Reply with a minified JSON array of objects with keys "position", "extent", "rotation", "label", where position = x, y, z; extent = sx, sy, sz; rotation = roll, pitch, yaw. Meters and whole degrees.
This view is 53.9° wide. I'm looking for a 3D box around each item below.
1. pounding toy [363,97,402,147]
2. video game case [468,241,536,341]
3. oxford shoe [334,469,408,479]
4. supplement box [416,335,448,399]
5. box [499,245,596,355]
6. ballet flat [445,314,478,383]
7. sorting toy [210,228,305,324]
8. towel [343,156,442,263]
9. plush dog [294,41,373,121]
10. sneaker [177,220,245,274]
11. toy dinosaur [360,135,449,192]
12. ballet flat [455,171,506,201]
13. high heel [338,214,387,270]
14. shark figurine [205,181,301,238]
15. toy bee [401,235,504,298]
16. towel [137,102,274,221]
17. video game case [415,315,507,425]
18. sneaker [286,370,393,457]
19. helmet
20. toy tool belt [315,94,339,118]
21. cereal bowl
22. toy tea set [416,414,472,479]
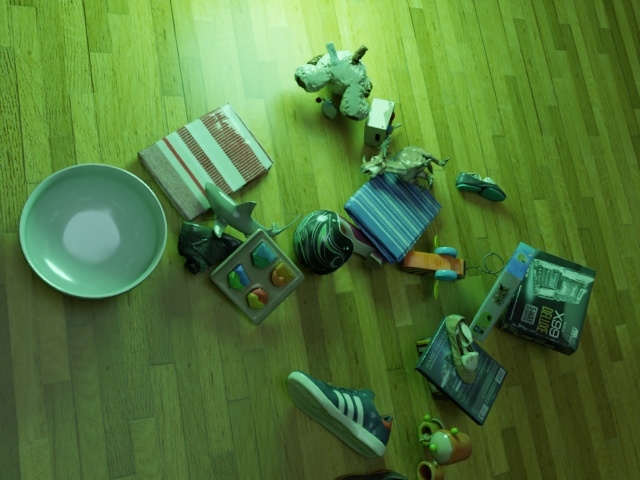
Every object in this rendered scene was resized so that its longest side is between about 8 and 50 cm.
[{"position":[0.205,-0.374,2.033],"extent":[0.100,0.141,0.130],"rotation":[15,68,9],"label":"pounding toy"},{"position":[0.560,0.154,1.939],"extent":[0.061,0.244,0.269],"rotation":[32,29,14],"label":"video game case"},{"position":[0.121,0.686,1.718],"extent":[0.271,0.098,0.097],"rotation":[-9,80,-27],"label":"oxford shoe"},{"position":[0.377,0.384,1.918],"extent":[0.081,0.104,0.188],"rotation":[-13,83,-29],"label":"supplement box"},{"position":[0.765,0.200,2.115],"extent":[0.242,0.076,0.307],"rotation":[21,66,10],"label":"box"},{"position":[0.419,0.315,1.830],"extent":[0.073,0.067,0.206],"rotation":[-15,84,-31],"label":"ballet flat"},{"position":[-0.166,0.102,1.718],"extent":[0.193,0.038,0.208],"rotation":[-44,113,-9],"label":"sorting toy"},{"position":[0.232,-0.100,1.984],"extent":[0.243,0.040,0.336],"rotation":[48,49,-3],"label":"towel"},{"position":[0.069,-0.523,1.963],"extent":[0.262,0.225,0.211],"rotation":[29,107,-11],"label":"plush dog"},{"position":[-0.288,0.036,1.714],"extent":[0.227,0.087,0.130],"rotation":[17,92,-38],"label":"sneaker"},{"position":[0.277,-0.256,2.006],"extent":[0.200,0.127,0.295],"rotation":[35,29,24],"label":"toy dinosaur"},{"position":[0.559,-0.193,2.181],"extent":[0.203,0.074,0.074],"rotation":[14,71,-19],"label":"ballet flat"},{"position":[0.113,-0.015,1.932],"extent":[0.244,0.082,0.117],"rotation":[38,32,3],"label":"high heel"},{"position":[-0.184,-0.066,1.718],"extent":[0.278,0.116,0.166],"rotation":[26,38,-25],"label":"shark figurine"},{"position":[0.399,0.100,1.998],"extent":[0.298,0.162,0.195],"rotation":[24,73,9],"label":"toy bee"},{"position":[-0.319,-0.228,1.792],"extent":[0.329,0.037,0.237],"rotation":[-38,93,-29],"label":"towel"},{"position":[0.422,0.385,1.866],"extent":[0.274,0.026,0.196],"rotation":[42,61,-11],"label":"video game case"},{"position":[0.061,0.448,1.749],"extent":[0.350,0.131,0.148],"rotation":[44,56,-15],"label":"sneaker"},{"position":[0.000,0.000,1.810],"extent":[0.161,0.169,0.169],"rotation":[51,60,-24],"label":"helmet"},{"position":[0.024,-0.430,2.006],"extent":[0.083,0.052,0.051],"rotation":[45,37,-5],"label":"toy tool belt"},{"position":[-0.561,-0.011,1.559],"extent":[0.339,0.141,0.339],"rotation":[7,74,-23],"label":"cereal bowl"},{"position":[0.319,0.669,1.765],"extent":[0.124,0.200,0.336],"rotation":[9,78,-32],"label":"toy tea set"}]
